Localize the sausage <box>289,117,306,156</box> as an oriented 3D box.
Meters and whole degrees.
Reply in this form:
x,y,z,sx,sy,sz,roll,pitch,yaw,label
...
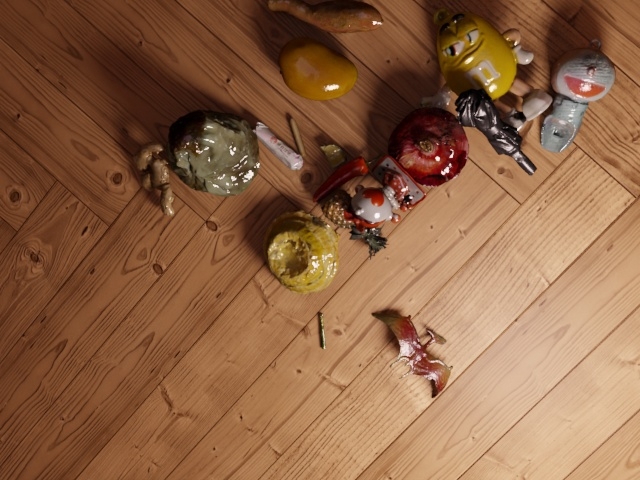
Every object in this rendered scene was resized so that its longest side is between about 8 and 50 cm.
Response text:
x,y,z,sx,sy,sz,roll,pitch,yaw,label
-0.075,-0.344,1.871,0.024,0.024,0.132,-17,95,8,sausage

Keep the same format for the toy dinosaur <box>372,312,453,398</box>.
x,y,z,sx,sy,sz,roll,pitch,yaw,label
0.304,0.373,1.889,0.327,0.113,0.206,28,73,-8,toy dinosaur

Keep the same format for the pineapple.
x,y,z,sx,sy,sz,roll,pitch,yaw,label
0.122,-0.055,1.843,0.251,0.125,0.125,45,100,-5,pineapple

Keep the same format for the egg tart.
x,y,z,sx,sy,sz,roll,pitch,yaw,label
-0.077,0.041,1.839,0.290,0.115,0.290,3,97,25,egg tart

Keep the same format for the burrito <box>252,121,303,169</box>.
x,y,z,sx,sy,sz,roll,pitch,yaw,label
-0.140,-0.309,1.864,0.203,0.064,0.064,42,100,-3,burrito

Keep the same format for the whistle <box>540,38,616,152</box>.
x,y,z,sx,sy,sz,roll,pitch,yaw,label
0.766,-0.431,1.699,0.189,0.189,0.348,17,109,4,whistle

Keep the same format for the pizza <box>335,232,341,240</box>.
x,y,z,sx,sy,sz,roll,pitch,yaw,label
-0.001,0.000,1.892,0.134,0.046,0.175,-27,93,9,pizza

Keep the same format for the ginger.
x,y,z,sx,sy,sz,roll,pitch,yaw,label
-0.559,-0.204,1.915,0.149,0.065,0.258,0,111,37,ginger

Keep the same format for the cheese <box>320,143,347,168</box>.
x,y,z,sx,sy,sz,roll,pitch,yaw,label
0.042,-0.288,1.856,0.060,0.041,0.084,-29,108,16,cheese

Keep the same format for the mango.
x,y,z,sx,sy,sz,roll,pitch,yaw,label
-0.016,-0.532,1.784,0.254,0.139,0.175,28,103,-4,mango

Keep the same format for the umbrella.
x,y,z,sx,sy,sz,roll,pitch,yaw,label
0.534,-0.318,1.688,0.118,0.118,0.340,-44,108,10,umbrella

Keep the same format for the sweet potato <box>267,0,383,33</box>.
x,y,z,sx,sy,sz,roll,pitch,yaw,label
0.019,-0.715,1.779,0.385,0.109,0.109,15,98,17,sweet potato

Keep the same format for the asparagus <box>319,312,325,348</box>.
x,y,z,sx,sy,sz,roll,pitch,yaw,label
0.007,0.313,1.944,0.015,0.018,0.127,-5,97,-18,asparagus

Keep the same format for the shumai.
x,y,z,sx,sy,sz,roll,pitch,yaw,label
-0.363,-0.279,1.793,0.309,0.263,0.304,-29,91,9,shumai

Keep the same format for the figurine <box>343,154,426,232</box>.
x,y,z,sx,sy,sz,roll,pitch,yaw,label
0.175,-0.113,1.754,0.183,0.160,0.226,46,68,0,figurine

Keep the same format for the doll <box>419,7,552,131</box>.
x,y,z,sx,sy,sz,roll,pitch,yaw,label
0.497,-0.488,1.728,0.423,0.161,0.348,22,115,10,doll

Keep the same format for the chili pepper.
x,y,z,sx,sy,sz,roll,pitch,yaw,label
0.081,-0.213,1.844,0.272,0.071,0.063,-32,112,11,chili pepper

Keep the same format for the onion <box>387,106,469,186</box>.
x,y,z,sx,sy,sz,roll,pitch,yaw,label
0.328,-0.287,1.733,0.252,0.219,0.252,4,103,18,onion
